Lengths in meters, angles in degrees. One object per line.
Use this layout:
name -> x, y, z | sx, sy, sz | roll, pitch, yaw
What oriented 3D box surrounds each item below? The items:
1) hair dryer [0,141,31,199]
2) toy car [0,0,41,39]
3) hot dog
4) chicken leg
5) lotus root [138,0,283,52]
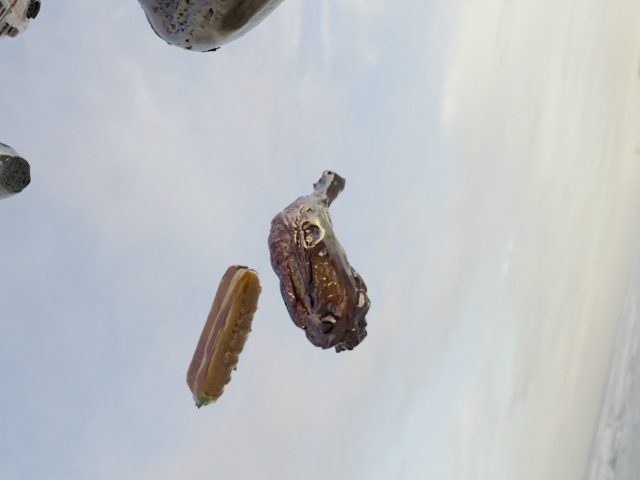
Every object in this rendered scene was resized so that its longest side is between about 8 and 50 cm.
hair dryer -> -0.532, -0.043, 0.951 | 0.272, 0.235, 0.091 | -58, -34, -43
toy car -> -0.401, -0.284, 0.859 | 0.209, 0.089, 0.108 | 137, 156, -77
hot dog -> -0.170, 0.166, 1.294 | 0.072, 0.115, 0.269 | 15, -77, -30
chicken leg -> 0.000, 0.000, 1.128 | 0.096, 0.158, 0.407 | -50, 27, 30
lotus root -> -0.074, -0.370, 0.832 | 0.397, 0.179, 0.196 | -40, -1, 41
